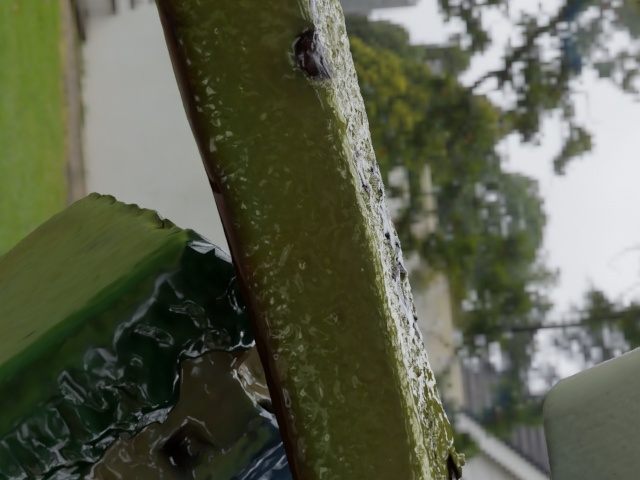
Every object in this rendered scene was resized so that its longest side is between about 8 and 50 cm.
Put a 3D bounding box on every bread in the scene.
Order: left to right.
[{"bbox_3d":[0.000,0.000,0.727,0.138,0.077,0.361,-71,147,-73],"label":"bread"}]

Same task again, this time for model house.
[{"bbox_3d":[-0.159,0.213,0.934,0.343,0.382,0.334,56,-14,-18],"label":"model house"}]

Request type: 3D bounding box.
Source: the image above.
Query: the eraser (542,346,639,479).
[{"bbox_3d":[0.303,0.249,0.994,0.331,0.150,0.331,36,40,-38],"label":"eraser"}]
